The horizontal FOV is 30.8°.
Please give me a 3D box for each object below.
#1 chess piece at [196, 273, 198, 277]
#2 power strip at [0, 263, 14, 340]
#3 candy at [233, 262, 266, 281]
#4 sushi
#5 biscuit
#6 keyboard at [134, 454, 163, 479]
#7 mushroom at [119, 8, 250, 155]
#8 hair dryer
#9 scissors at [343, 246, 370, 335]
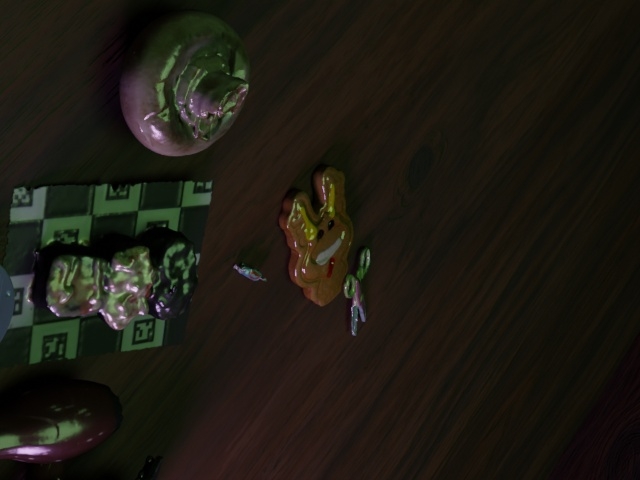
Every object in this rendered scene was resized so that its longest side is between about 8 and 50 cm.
[{"bbox_3d":[-0.233,0.046,1.978,0.042,0.042,0.093,-53,148,-20],"label":"chess piece"},{"bbox_3d":[-0.496,0.085,1.640,0.137,0.044,0.216,-7,115,-52],"label":"power strip"},{"bbox_3d":[-0.131,0.058,2.135,0.083,0.030,0.020,29,87,-48],"label":"candy"},{"bbox_3d":[-0.304,0.063,1.796,0.373,0.100,0.296,-3,111,-45],"label":"sushi"},{"bbox_3d":[0.003,0.001,2.267,0.186,0.044,0.295,-41,137,-29],"label":"biscuit"},{"bbox_3d":[-0.329,0.480,1.802,0.317,0.027,0.106,-63,178,-27],"label":"keyboard"},{"bbox_3d":[-0.197,-0.233,1.750,0.226,0.178,0.226,-28,135,-32],"label":"mushroom"},{"bbox_3d":[-0.472,0.379,1.816,0.312,0.123,0.341,-14,131,-37],"label":"hair dryer"},{"bbox_3d":[0.079,0.115,2.438,0.133,0.020,0.187,-55,151,-45],"label":"scissors"}]
